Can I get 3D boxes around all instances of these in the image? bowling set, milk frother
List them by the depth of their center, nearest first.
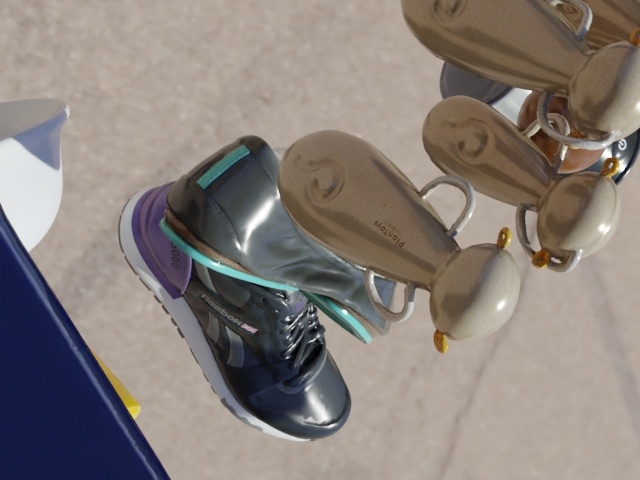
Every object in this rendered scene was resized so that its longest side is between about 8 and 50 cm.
[{"bbox_3d":[0.136,-0.076,0.868,0.200,0.154,0.287,20,104,-51],"label":"bowling set"},{"bbox_3d":[0.139,-0.106,1.236,0.135,0.143,0.129,36,55,-37],"label":"milk frother"}]

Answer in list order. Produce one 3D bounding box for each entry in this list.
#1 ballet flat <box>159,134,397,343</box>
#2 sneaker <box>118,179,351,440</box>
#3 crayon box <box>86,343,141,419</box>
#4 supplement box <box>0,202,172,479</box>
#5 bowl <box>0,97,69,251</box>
[{"bbox_3d":[0.000,0.000,1.124,0.096,0.095,0.280,-52,154,4],"label":"ballet flat"},{"bbox_3d":[-0.047,0.066,1.451,0.283,0.124,0.107,51,52,-24],"label":"sneaker"},{"bbox_3d":[-0.259,0.074,1.063,0.323,0.203,0.083,4,123,-53],"label":"crayon box"},{"bbox_3d":[-0.163,0.087,0.528,0.194,0.356,0.195,-32,96,-11],"label":"supplement box"},{"bbox_3d":[-0.322,-0.008,1.312,0.298,0.298,0.134,-28,110,-50],"label":"bowl"}]
